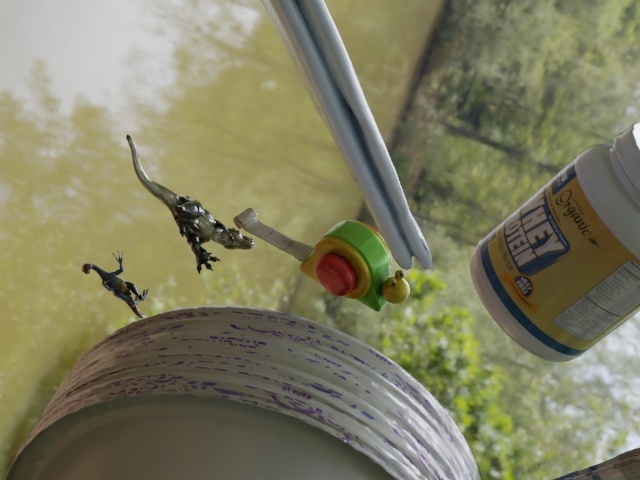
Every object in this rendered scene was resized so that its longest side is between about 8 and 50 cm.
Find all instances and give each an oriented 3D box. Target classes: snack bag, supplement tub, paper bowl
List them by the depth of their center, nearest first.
[{"bbox_3d":[-0.051,0.190,0.664,0.148,0.284,0.284,-66,176,-56],"label":"paper bowl"},{"bbox_3d":[-0.022,-0.180,0.888,0.323,0.037,0.342,60,3,-46],"label":"snack bag"},{"bbox_3d":[0.251,0.003,1.035,0.200,0.144,0.144,-45,-171,30],"label":"supplement tub"}]

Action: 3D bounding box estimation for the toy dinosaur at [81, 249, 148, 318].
[{"bbox_3d":[-0.264,0.059,1.433,0.047,0.082,0.090,-49,157,-48],"label":"toy dinosaur"}]

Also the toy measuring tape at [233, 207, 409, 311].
[{"bbox_3d":[0.000,0.000,1.746,0.121,0.330,0.121,-41,148,-33],"label":"toy measuring tape"}]

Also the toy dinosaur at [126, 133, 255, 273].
[{"bbox_3d":[-0.183,-0.030,1.593,0.064,0.268,0.118,-36,-138,11],"label":"toy dinosaur"}]

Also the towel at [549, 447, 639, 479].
[{"bbox_3d":[0.293,0.312,1.078,0.285,0.209,0.034,-28,167,28],"label":"towel"}]
